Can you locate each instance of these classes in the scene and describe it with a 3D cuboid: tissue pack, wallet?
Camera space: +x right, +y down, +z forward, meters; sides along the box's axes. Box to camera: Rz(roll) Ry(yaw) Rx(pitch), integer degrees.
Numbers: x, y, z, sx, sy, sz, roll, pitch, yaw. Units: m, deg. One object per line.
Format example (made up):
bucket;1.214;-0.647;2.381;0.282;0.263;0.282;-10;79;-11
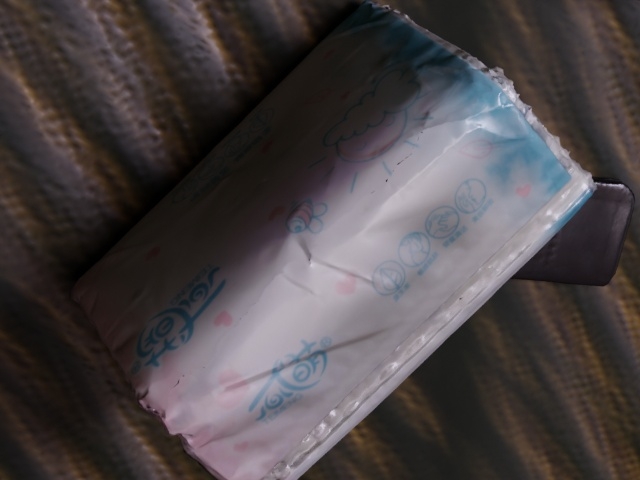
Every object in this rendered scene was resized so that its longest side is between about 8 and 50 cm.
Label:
tissue pack;-0.001;-0.001;0.983;0.271;0.201;0.124;-45;118;-1
wallet;0.141;-0.010;1.140;0.156;0.018;0.082;6;109;-23
